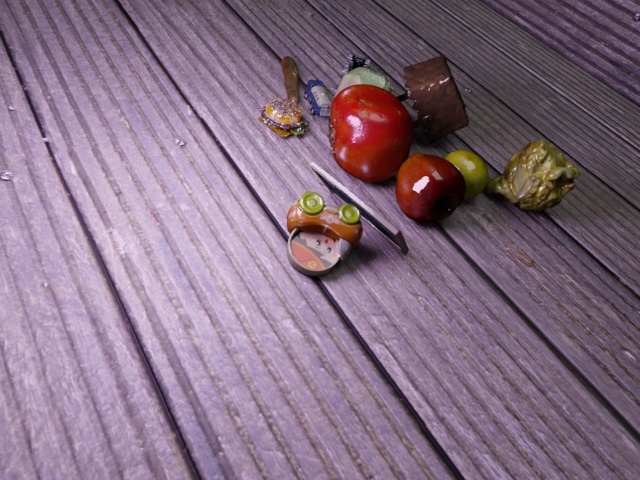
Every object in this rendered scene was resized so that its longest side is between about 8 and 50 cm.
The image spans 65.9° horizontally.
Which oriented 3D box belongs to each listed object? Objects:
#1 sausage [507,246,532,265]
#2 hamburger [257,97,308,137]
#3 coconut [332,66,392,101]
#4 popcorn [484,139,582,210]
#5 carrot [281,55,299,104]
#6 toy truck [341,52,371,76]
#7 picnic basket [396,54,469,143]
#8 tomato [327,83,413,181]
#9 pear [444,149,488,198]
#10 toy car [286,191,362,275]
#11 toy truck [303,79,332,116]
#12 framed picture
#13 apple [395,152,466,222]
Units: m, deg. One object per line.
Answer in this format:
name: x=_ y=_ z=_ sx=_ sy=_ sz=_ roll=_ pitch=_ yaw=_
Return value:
sausage: x=0.664 y=0.054 z=1.646 sx=0.100 sy=0.015 sz=0.015 roll=40 pitch=48 yaw=19
hamburger: x=-0.130 y=-0.455 z=1.809 sx=0.189 sy=0.093 sz=0.164 roll=33 pitch=46 yaw=11
coconut: x=0.157 y=-0.540 z=1.911 sx=0.204 sy=0.236 sz=0.236 roll=22 pitch=42 yaw=28
popcorn: x=0.787 y=-0.229 z=1.798 sx=0.237 sy=0.293 sz=0.293 roll=45 pitch=48 yaw=0
carrot: x=-0.117 y=-0.654 z=2.027 sx=0.070 sy=0.070 sz=0.343 roll=4 pitch=48 yaw=-15
toy truck: x=0.146 y=-0.696 z=2.113 sx=0.113 sy=0.124 sz=0.254 roll=17 pitch=43 yaw=-4
picnic basket: x=0.400 y=-0.542 z=1.962 sx=0.320 sy=0.291 sz=0.254 roll=-18 pitch=41 yaw=25
tomato: x=0.168 y=-0.367 z=1.700 sx=0.289 sy=0.293 sz=0.325 roll=-4 pitch=39 yaw=-6
pear: x=0.492 y=-0.224 z=1.767 sx=0.216 sy=0.166 sz=0.180 roll=-33 pitch=76 yaw=-15
toy car: x=0.000 y=0.000 z=1.409 sx=0.234 sy=0.145 sz=0.235 roll=4 pitch=66 yaw=-10
toy truck: x=-0.007 y=-0.558 z=1.953 sx=0.074 sy=0.088 sz=0.202 roll=-4 pitch=49 yaw=-20
framed picture: x=0.121 y=-0.094 z=1.477 sx=0.335 sy=0.247 sz=0.022 roll=42 pitch=90 yaw=21
apple: x=0.361 y=-0.174 z=1.626 sx=0.233 sy=0.234 sz=0.234 roll=10 pitch=45 yaw=-10
